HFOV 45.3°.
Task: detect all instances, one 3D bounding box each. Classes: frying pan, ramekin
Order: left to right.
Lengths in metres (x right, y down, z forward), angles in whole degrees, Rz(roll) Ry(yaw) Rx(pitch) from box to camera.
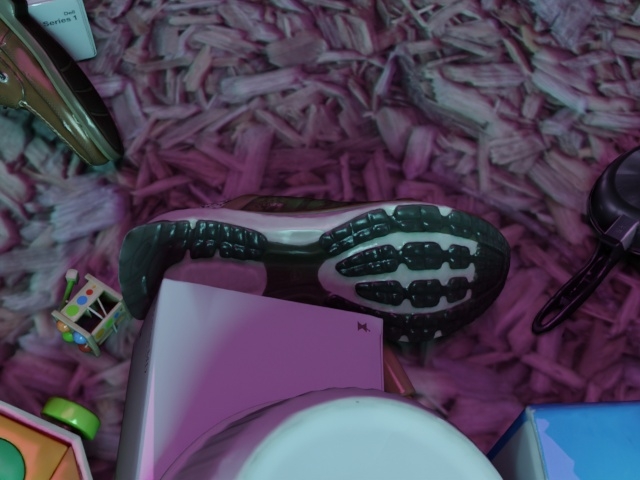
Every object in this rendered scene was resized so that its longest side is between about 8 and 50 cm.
[{"bbox_3d":[0.016,0.219,0.490,0.273,0.127,0.272,12,57,-19],"label":"ramekin"},{"bbox_3d":[0.358,-0.032,0.904,0.326,0.053,0.197,-23,39,2],"label":"frying pan"}]

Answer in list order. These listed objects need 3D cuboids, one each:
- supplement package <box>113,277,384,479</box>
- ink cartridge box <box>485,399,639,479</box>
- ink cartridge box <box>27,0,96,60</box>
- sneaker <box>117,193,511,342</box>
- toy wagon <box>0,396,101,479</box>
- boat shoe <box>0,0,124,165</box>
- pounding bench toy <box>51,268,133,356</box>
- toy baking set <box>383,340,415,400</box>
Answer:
[{"bbox_3d":[-0.063,0.192,0.640,0.204,0.145,0.261,12,56,-19],"label":"supplement package"},{"bbox_3d":[0.333,0.239,0.606,0.395,0.285,0.166,-3,59,-4],"label":"ink cartridge box"},{"bbox_3d":[-0.445,-0.363,1.059,0.201,0.117,0.278,-17,60,-12],"label":"ink cartridge box"},{"bbox_3d":[0.000,0.000,0.827,0.410,0.158,0.182,3,24,-9],"label":"sneaker"},{"bbox_3d":[-0.292,0.252,0.652,0.344,0.068,0.267,27,59,-5],"label":"toy wagon"},{"bbox_3d":[-0.363,-0.206,0.924,0.104,0.111,0.307,-35,101,4],"label":"boat shoe"},{"bbox_3d":[-0.260,0.076,0.827,0.083,0.052,0.065,30,62,16],"label":"pounding bench toy"},{"bbox_3d":[0.005,0.178,0.789,0.197,0.030,0.256,-26,60,-13],"label":"toy baking set"}]
